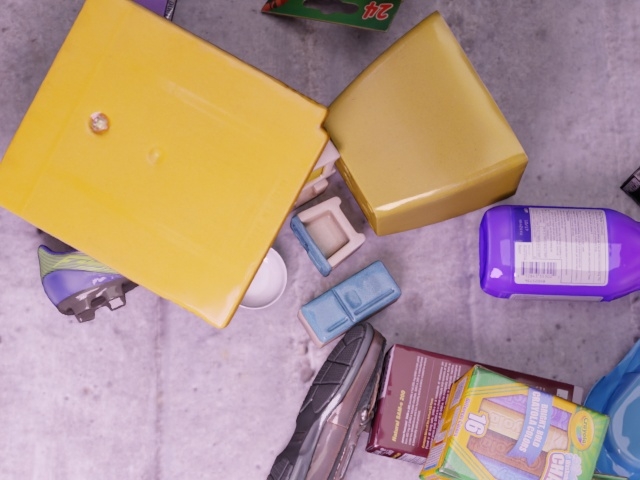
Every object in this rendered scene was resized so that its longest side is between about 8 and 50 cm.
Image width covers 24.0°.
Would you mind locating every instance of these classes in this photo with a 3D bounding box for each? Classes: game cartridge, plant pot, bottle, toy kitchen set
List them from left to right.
[{"bbox_3d":[-0.183,-0.097,1.733,0.324,0.053,0.285,29,94,3],"label":"game cartridge"},{"bbox_3d":[0.000,0.000,1.807,0.122,0.166,0.207,-32,80,-13],"label":"toy kitchen set"},{"bbox_3d":[0.113,-0.120,1.849,0.187,0.212,0.212,-29,80,-2],"label":"plant pot"},{"bbox_3d":[0.341,0.017,1.877,0.283,0.092,0.118,1,74,-2],"label":"bottle"}]

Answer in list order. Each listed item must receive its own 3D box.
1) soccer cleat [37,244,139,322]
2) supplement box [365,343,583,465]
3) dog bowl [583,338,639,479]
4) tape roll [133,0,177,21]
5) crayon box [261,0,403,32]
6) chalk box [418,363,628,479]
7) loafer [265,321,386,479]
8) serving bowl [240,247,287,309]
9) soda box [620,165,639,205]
[{"bbox_3d":[-0.204,-0.007,1.820,0.289,0.093,0.121,-25,77,-14],"label":"soccer cleat"},{"bbox_3d":[0.186,0.217,1.820,0.239,0.073,0.130,14,73,-5],"label":"supplement box"},{"bbox_3d":[0.435,0.191,1.863,0.166,0.074,0.297,43,74,5],"label":"dog bowl"},{"bbox_3d":[-0.221,-0.301,1.851,0.080,0.189,0.189,14,73,-5],"label":"tape roll"},{"bbox_3d":[0.055,-0.428,1.935,0.202,0.081,0.318,13,69,31],"label":"crayon box"},{"bbox_3d":[0.240,0.247,1.713,0.213,0.132,0.132,22,74,-1],"label":"chalk box"},{"bbox_3d":[0.016,0.229,1.796,0.084,0.096,0.267,32,78,-19],"label":"loafer"},{"bbox_3d":[-0.084,0.045,1.853,0.083,0.027,0.083,2,81,-12],"label":"serving bowl"},{"bbox_3d":[0.472,-0.036,1.943,0.060,0.053,0.169,-43,84,-16],"label":"soda box"}]
